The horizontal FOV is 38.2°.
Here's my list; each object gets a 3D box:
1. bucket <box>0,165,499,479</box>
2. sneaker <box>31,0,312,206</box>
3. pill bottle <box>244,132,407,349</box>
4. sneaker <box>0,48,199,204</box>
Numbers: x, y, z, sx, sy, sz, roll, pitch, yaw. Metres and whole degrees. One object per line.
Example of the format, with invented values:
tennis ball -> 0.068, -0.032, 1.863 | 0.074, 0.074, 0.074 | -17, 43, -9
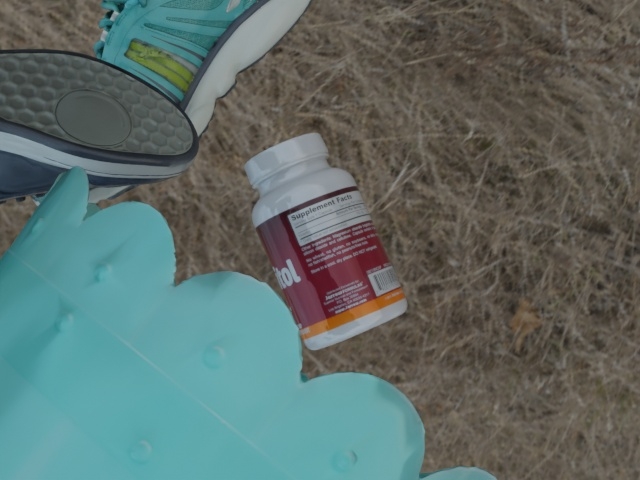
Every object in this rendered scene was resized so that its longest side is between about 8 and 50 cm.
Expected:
bucket -> -0.068, 0.120, 0.433 | 0.281, 0.183, 0.281 | 37, 169, 8
sneaker -> -0.125, -0.138, 0.670 | 0.107, 0.275, 0.110 | 23, 162, 48
pill bottle -> 0.000, 0.000, 0.706 | 0.086, 0.086, 0.152 | -26, 84, 37
sneaker -> -0.201, -0.038, 0.581 | 0.226, 0.086, 0.163 | 7, 140, -18
